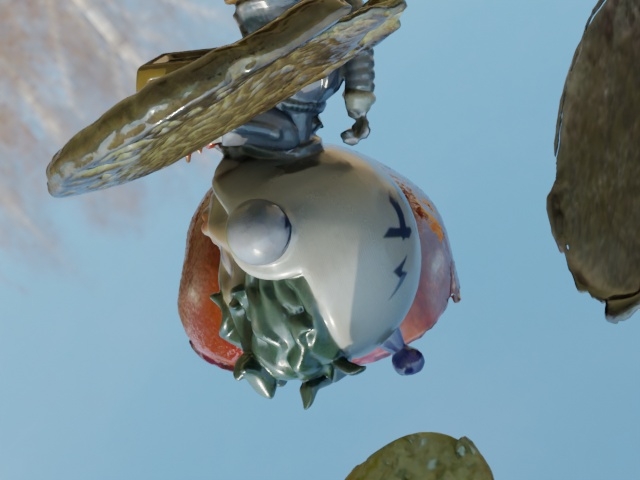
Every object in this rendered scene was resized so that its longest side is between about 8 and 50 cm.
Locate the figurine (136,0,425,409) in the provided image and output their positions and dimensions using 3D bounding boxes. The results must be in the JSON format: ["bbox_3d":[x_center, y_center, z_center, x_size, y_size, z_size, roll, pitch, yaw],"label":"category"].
[{"bbox_3d":[-0.034,-0.058,1.478,0.186,0.382,0.261,-10,-168,22],"label":"figurine"}]

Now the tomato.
[{"bbox_3d":[0.002,-0.005,2.020,0.289,0.176,0.335,11,-148,30],"label":"tomato"}]

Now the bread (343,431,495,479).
[{"bbox_3d":[0.088,0.314,1.386,0.160,0.333,0.333,-12,-154,-5],"label":"bread"}]

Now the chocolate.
[{"bbox_3d":[0.345,-0.075,1.566,0.303,0.213,0.303,-173,-90,-71],"label":"chocolate"}]

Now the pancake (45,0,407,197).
[{"bbox_3d":[-0.052,-0.101,1.212,0.288,0.033,0.286,-30,178,-31],"label":"pancake"}]
